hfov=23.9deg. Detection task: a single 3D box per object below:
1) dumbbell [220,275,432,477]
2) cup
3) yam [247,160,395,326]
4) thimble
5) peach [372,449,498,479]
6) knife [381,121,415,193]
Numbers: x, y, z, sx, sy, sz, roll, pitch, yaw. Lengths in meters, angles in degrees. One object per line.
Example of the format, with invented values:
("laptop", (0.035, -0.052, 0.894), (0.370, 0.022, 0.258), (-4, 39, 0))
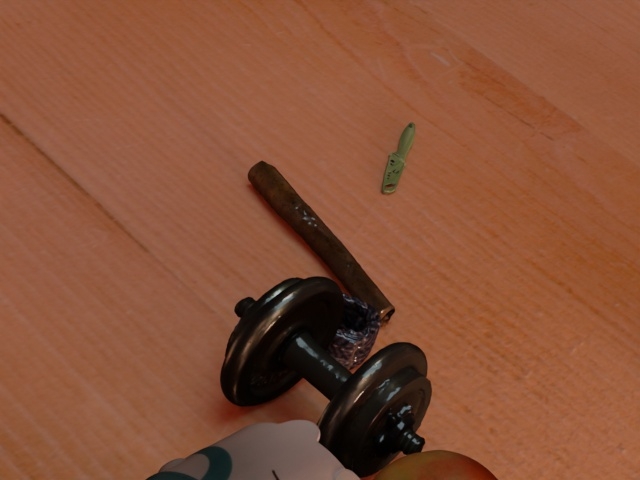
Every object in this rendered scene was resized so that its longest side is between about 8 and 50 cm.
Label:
("dumbbell", (0.006, 0.159, 1.780), (0.290, 0.192, 0.192), (38, 41, 24))
("cup", (-0.084, 0.349, 1.503), (0.257, 0.219, 0.290), (-23, 84, -40))
("yam", (0.000, 0.000, 2.102), (0.045, 0.045, 0.327), (-29, 54, -17))
("thimble", (0.022, 0.113, 1.948), (0.095, 0.066, 0.104), (-24, 52, -38))
("peach", (0.125, 0.315, 1.648), (0.184, 0.184, 0.184), (11, 37, -9))
("knife", (0.121, -0.131, 2.343), (0.030, 0.014, 0.207), (20, 37, 1))
